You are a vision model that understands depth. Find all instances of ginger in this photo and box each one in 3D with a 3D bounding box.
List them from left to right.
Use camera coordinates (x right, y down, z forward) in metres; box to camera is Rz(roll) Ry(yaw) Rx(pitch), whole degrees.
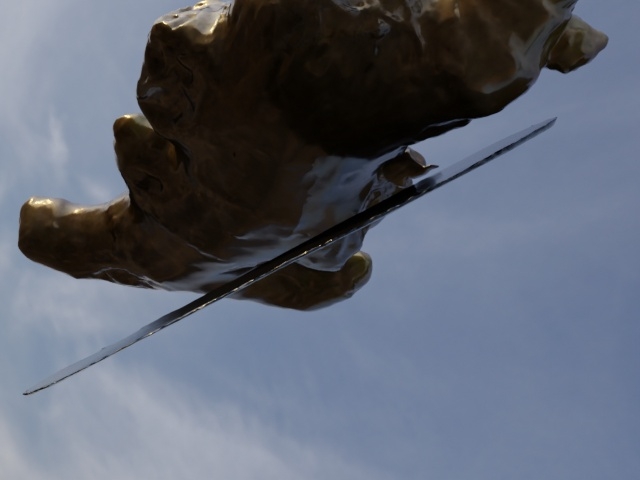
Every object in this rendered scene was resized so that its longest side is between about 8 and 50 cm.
[{"bbox_3d":[-0.021,-0.032,0.475,0.166,0.080,0.333,31,-42,-17],"label":"ginger"}]

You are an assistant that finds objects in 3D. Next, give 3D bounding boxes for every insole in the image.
[{"bbox_3d":[0.000,0.001,0.376,0.003,0.232,0.080,63,-25,-3],"label":"insole"}]
